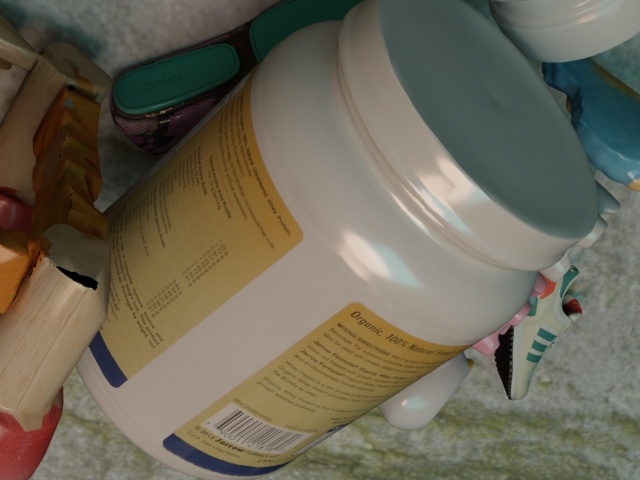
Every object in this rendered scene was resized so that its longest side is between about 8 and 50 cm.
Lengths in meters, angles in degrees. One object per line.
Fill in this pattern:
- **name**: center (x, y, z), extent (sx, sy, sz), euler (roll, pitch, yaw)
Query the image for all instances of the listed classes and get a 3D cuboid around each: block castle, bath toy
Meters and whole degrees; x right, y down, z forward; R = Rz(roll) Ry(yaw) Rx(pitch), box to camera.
- **block castle**: center (-0.354, -0.045, 0.655), extent (0.453, 0.303, 0.213), euler (22, 120, -27)
- **bath toy**: center (0.132, 0.007, 0.946), extent (0.129, 0.151, 0.348), euler (39, 117, 6)

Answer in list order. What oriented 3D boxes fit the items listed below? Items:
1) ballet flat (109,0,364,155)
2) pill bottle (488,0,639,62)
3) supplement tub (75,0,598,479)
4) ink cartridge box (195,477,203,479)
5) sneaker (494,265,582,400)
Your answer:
- **ballet flat**: center (-0.045, -0.121, 0.839), extent (0.221, 0.077, 0.079), euler (-21, 148, 7)
- **pill bottle**: center (0.121, -0.255, 0.716), extent (0.162, 0.162, 0.278), euler (-33, 128, 10)
- **supplement tub**: center (0.000, 0.000, 0.756), extent (0.228, 0.228, 0.316), euler (29, 129, -32)
- **ink cartridge box**: center (-0.084, 0.139, 1.031), extent (0.171, 0.056, 0.235), euler (-25, 127, 3)
- **sneaker**: center (0.208, 0.087, 1.068), extent (0.075, 0.057, 0.161), euler (-6, 125, -4)
